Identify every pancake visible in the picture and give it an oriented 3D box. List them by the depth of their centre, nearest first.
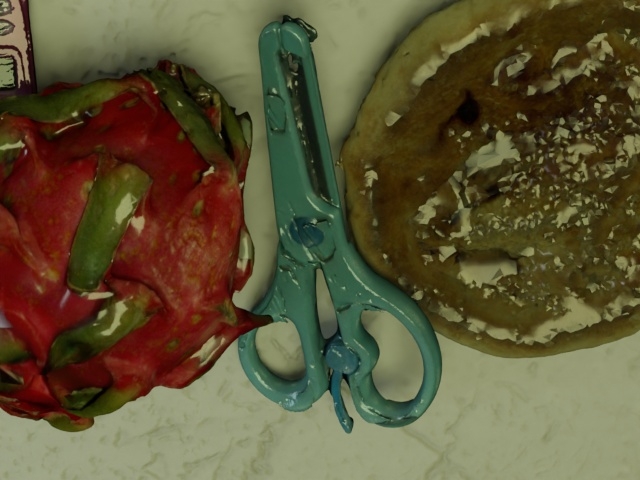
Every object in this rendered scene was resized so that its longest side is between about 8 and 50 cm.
[{"bbox_3d":[0.182,-0.054,1.467,0.356,0.065,0.356,-1,118,-1],"label":"pancake"}]

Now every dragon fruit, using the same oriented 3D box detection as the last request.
[{"bbox_3d":[-0.172,0.002,1.380,0.303,0.237,0.231,-61,151,6],"label":"dragon fruit"}]

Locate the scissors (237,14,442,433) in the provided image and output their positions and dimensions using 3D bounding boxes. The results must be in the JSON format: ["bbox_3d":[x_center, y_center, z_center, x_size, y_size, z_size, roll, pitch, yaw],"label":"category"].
[{"bbox_3d":[0.000,0.000,1.458,0.180,0.032,0.393,1,122,16],"label":"scissors"}]

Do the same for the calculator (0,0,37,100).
[{"bbox_3d":[-0.287,-0.177,1.388,0.126,0.034,0.190,-4,111,-2],"label":"calculator"}]
